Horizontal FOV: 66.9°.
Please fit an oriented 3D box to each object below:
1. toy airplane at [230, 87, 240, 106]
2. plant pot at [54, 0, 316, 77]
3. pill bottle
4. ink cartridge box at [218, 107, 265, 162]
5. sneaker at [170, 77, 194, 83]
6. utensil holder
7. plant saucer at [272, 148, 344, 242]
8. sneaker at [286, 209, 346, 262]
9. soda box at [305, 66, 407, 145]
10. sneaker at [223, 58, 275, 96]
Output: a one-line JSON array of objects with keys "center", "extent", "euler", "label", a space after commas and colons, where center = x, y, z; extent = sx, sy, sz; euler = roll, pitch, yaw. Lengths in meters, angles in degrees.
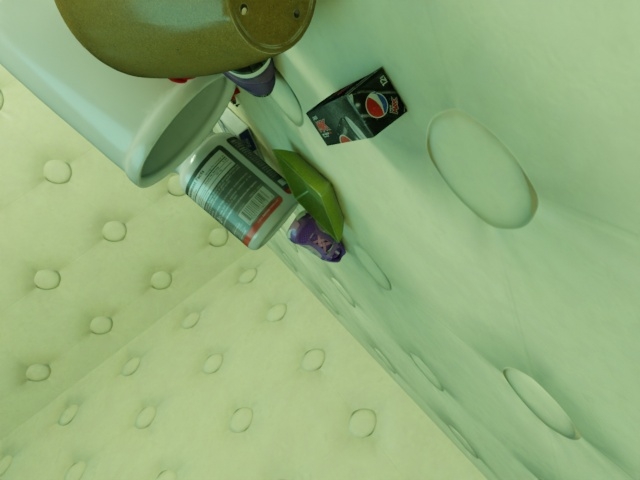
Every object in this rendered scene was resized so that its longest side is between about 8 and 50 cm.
[{"center": [-0.247, -0.392, 1.192], "extent": [0.151, 0.028, 0.151], "euler": [49, 169, 13], "label": "toy airplane"}, {"center": [-0.135, -0.286, 0.539], "extent": [0.254, 0.237, 0.237], "euler": [27, 157, 38], "label": "plant pot"}, {"center": [-0.249, -0.162, 1.328], "extent": [0.363, 0.210, 0.210], "euler": [41, 170, 1], "label": "pill bottle"}, {"center": [-0.257, -0.317, 1.473], "extent": [0.224, 0.045, 0.223], "euler": [47, 169, 30], "label": "ink cartridge box"}, {"center": [-0.243, -0.337, 0.883], "extent": [0.221, 0.087, 0.128], "euler": [-22, -97, -54], "label": "sneaker"}, {"center": [-0.434, -0.361, 1.054], "extent": [0.385, 0.328, 0.327], "euler": [40, 172, -5], "label": "utensil holder"}, {"center": [-0.015, -0.108, 1.084], "extent": [0.188, 0.045, 0.188], "euler": [47, 169, 33], "label": "plant saucer"}, {"center": [0.000, 0.000, 1.246], "extent": [0.104, 0.095, 0.236], "euler": [38, -179, 28], "label": "sneaker"}, {"center": [0.038, -0.160, 0.606], "extent": [0.060, 0.053, 0.169], "euler": [55, 171, -16], "label": "soda box"}, {"center": [-0.185, -0.352, 0.832], "extent": [0.283, 0.107, 0.124], "euler": [50, 177, 12], "label": "sneaker"}]
